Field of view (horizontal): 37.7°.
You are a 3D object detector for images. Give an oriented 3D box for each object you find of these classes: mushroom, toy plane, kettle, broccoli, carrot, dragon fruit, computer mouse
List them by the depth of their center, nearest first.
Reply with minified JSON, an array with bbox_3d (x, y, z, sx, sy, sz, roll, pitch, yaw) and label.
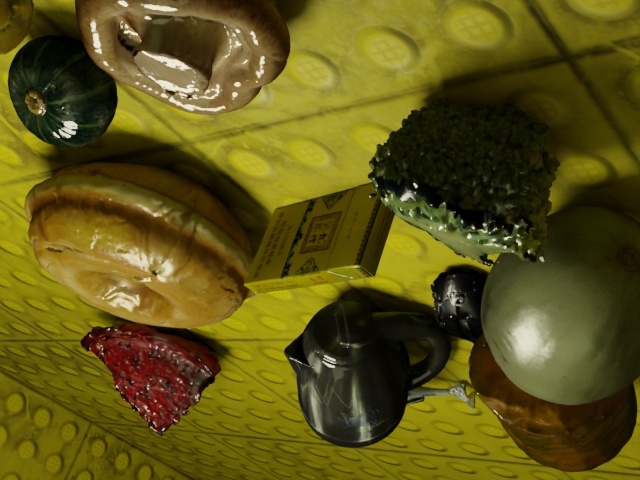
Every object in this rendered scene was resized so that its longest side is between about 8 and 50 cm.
[{"bbox_3d":[-0.161,-0.248,1.130,0.278,0.146,0.278,7,155,3],"label":"mushroom"},{"bbox_3d":[0.197,-0.082,1.186,0.243,0.180,0.273,23,176,26],"label":"broccoli"},{"bbox_3d":[0.397,0.244,1.565,0.242,0.241,0.340,5,153,28],"label":"carrot"},{"bbox_3d":[0.260,0.130,1.625,0.147,0.077,0.241,6,151,31],"label":"computer mouse"},{"bbox_3d":[0.098,0.234,1.825,0.321,0.228,0.324,-9,146,0],"label":"kettle"},{"bbox_3d":[0.187,0.326,2.004,0.273,0.182,0.107,5,118,26],"label":"toy plane"},{"bbox_3d":[-0.405,0.272,2.371,0.329,0.228,0.286,41,120,1],"label":"dragon fruit"}]

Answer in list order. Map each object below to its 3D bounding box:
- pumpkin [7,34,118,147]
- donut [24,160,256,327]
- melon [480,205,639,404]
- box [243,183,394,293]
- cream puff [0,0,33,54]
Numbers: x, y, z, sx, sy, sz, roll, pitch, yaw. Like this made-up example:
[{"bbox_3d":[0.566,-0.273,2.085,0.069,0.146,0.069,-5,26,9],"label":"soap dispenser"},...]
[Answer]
[{"bbox_3d":[-0.371,-0.214,1.354,0.167,0.167,0.125,3,-168,32],"label":"pumpkin"},{"bbox_3d":[-0.321,0.014,1.688,0.449,0.198,0.449,16,156,7],"label":"donut"},{"bbox_3d":[0.348,0.089,1.283,0.272,0.271,0.307,16,125,9],"label":"melon"},{"bbox_3d":[-0.001,0.000,1.474,0.041,0.153,0.279,37,149,-30],"label":"box"},{"bbox_3d":[-0.455,-0.369,1.050,0.323,0.269,0.274,27,-173,-11],"label":"cream puff"}]
